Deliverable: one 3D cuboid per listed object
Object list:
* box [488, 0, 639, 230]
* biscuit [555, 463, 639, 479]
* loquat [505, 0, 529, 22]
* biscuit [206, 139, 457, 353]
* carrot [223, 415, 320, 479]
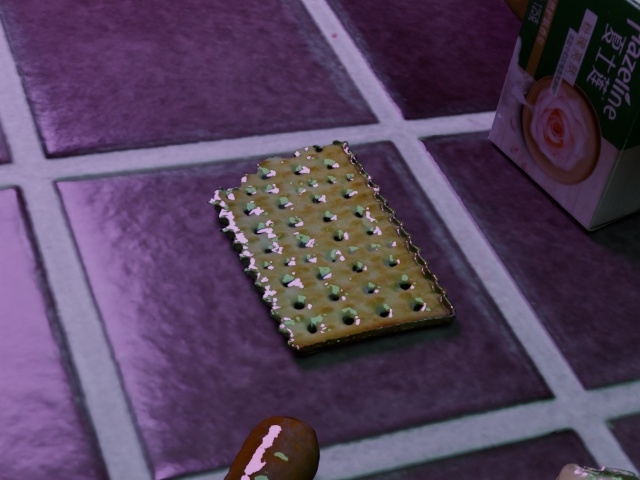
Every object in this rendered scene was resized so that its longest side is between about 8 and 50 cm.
[{"bbox_3d":[0.222,-0.127,0.933,0.081,0.199,0.135,-19,49,-27],"label":"box"},{"bbox_3d":[0.249,0.232,0.637,0.281,0.084,0.179,20,42,7],"label":"biscuit"},{"bbox_3d":[0.260,-0.273,1.093,0.208,0.208,0.208,7,42,-6],"label":"loquat"},{"bbox_3d":[0.000,-0.001,0.879,0.144,0.016,0.203,-12,48,-25],"label":"biscuit"},{"bbox_3d":[-0.053,0.181,0.655,0.048,0.048,0.216,21,47,9],"label":"carrot"}]
